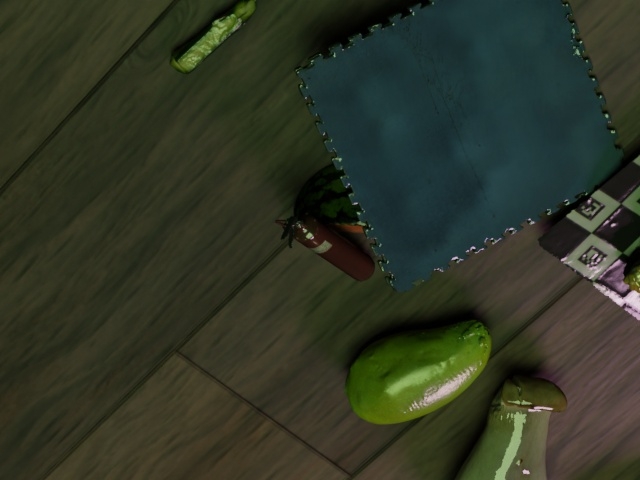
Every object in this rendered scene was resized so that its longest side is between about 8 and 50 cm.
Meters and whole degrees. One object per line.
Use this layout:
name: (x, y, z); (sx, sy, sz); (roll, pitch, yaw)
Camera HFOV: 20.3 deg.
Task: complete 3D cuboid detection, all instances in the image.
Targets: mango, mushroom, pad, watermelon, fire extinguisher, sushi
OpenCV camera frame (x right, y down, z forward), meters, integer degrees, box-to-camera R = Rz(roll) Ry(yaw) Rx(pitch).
mango: (0.101, 0.133, 1.832); (0.165, 0.074, 0.091); (-28, 115, 16)
mushroom: (0.193, 0.241, 1.896); (0.116, 0.093, 0.225); (-6, 113, -18)
pad: (0.137, -0.111, 1.677); (0.269, 0.012, 0.270); (-26, 118, -5)
watermelon: (0.052, -0.028, 1.739); (0.163, 0.069, 0.087); (2, 120, 1)
fire extinguisher: (0.000, 0.000, 1.732); (0.035, 0.049, 0.173); (-43, 150, 7)
sushi: (0.356, -0.002, 1.749); (0.192, 0.050, 0.215); (35, 115, -27)

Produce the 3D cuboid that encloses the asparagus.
asparagus: (-0.100, -0.192, 1.668); (0.108, 0.021, 0.025); (-38, 113, 20)
